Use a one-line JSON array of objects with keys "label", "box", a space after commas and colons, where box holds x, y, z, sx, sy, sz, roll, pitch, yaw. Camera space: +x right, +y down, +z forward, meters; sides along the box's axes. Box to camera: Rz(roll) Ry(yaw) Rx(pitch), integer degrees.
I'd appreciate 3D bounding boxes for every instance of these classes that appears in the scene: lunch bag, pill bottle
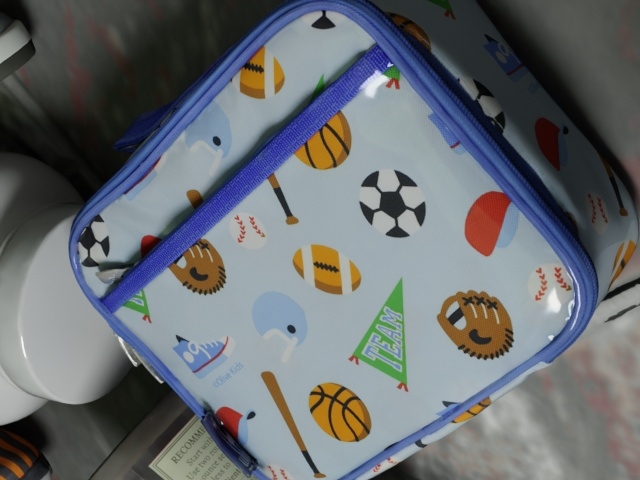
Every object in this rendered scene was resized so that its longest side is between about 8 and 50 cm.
[{"label": "lunch bag", "box": [0.000, 0.000, 0.772, 0.243, 0.115, 0.303, 48, 130, -4]}, {"label": "pill bottle", "box": [-0.276, 0.023, 0.953, 0.323, 0.181, 0.181, 7, 124, 33]}]

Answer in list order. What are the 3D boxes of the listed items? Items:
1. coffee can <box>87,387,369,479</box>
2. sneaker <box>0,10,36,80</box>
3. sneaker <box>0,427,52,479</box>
[{"label": "coffee can", "box": [-0.026, 0.236, 0.909, 0.275, 0.201, 0.201, 40, 136, 6]}, {"label": "sneaker", "box": [-0.330, -0.164, 0.908, 0.296, 0.124, 0.178, -4, 120, 30]}, {"label": "sneaker", "box": [-0.368, 0.146, 1.151, 0.321, 0.124, 0.180, -1, 121, 37]}]
